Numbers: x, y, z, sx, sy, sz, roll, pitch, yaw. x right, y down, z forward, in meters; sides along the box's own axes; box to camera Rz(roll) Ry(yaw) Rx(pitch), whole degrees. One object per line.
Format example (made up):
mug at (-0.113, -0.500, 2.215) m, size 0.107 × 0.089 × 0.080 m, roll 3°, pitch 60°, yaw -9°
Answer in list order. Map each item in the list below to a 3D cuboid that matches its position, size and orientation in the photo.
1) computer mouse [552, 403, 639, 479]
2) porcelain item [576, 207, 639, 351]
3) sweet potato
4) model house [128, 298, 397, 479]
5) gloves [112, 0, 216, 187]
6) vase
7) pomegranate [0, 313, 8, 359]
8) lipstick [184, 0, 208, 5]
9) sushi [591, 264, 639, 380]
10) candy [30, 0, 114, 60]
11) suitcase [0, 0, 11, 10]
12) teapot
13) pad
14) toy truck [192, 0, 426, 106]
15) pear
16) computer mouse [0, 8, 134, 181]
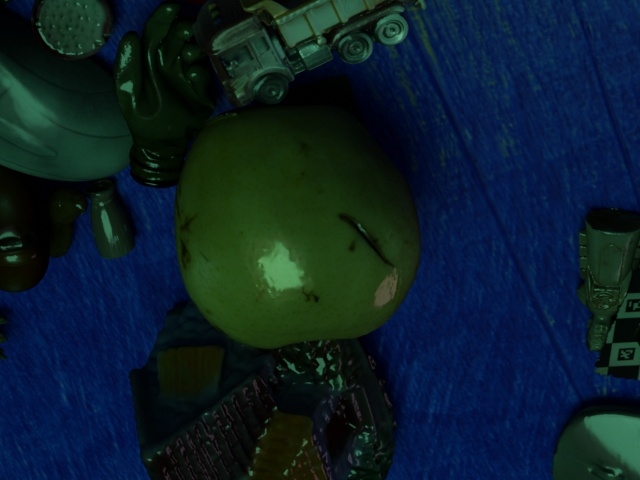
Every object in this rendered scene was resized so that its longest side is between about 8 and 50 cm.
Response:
computer mouse at (0.485, 0.329, 2.047) m, size 0.331 × 0.095 × 0.197 m, roll 13°, pitch 122°, yaw 5°
porcelain item at (0.365, 0.061, 1.910) m, size 0.084 × 0.054 × 0.213 m, roll 7°, pitch 127°, yaw 10°
sweet potato at (-0.354, -0.029, 2.019) m, size 0.054 × 0.053 × 0.182 m, roll 2°, pitch 155°, yaw -18°
model house at (-0.105, 0.287, 1.989) m, size 0.297 × 0.339 × 0.360 m, roll -1°, pitch 127°, yaw 26°
gloves at (-0.192, -0.184, 1.843) m, size 0.135 × 0.107 × 0.268 m, roll 0°, pitch 136°, yaw -17°
vase at (-0.286, -0.030, 2.014) m, size 0.053 × 0.053 × 0.101 m, roll -3°, pitch 120°, yaw 16°
pomegranate at (-0.564, 0.137, 2.142) m, size 0.225 × 0.187 × 0.187 m, roll 4°, pitch 129°, yaw -18°
lipstick at (-0.201, -0.329, 1.771) m, size 0.279 × 0.073 × 0.073 m, roll 15°, pitch 127°, yaw 4°
sushi at (0.471, 0.097, 1.881) m, size 0.192 × 0.043 × 0.279 m, roll 10°, pitch 128°, yaw -13°
candy at (-0.305, -0.273, 1.833) m, size 0.103 × 0.043 × 0.103 m, roll -1°, pitch 103°, yaw -6°
suitcase at (-0.556, -0.359, 1.701) m, size 0.339 × 0.188 × 0.345 m, roll -5°, pitch 128°, yaw 25°
teapot at (-0.428, -0.008, 1.961) m, size 0.135 × 0.252 × 0.178 m, roll -15°, pitch 111°, yaw -17°
pad at (0.003, -0.112, 1.894) m, size 0.127 × 0.004 × 0.190 m, roll -13°, pitch 114°, yaw 16°
toy truck at (-0.007, -0.264, 1.693) m, size 0.270 × 0.114 × 0.135 m, roll -26°, pitch 129°, yaw 4°
pear at (-0.031, -0.019, 1.781) m, size 0.309 × 0.309 × 0.309 m, roll 7°, pitch 126°, yaw 10°
computer mouse at (-0.407, -0.190, 1.897) m, size 0.371 × 0.122 × 0.188 m, roll 33°, pitch 125°, yaw -6°
